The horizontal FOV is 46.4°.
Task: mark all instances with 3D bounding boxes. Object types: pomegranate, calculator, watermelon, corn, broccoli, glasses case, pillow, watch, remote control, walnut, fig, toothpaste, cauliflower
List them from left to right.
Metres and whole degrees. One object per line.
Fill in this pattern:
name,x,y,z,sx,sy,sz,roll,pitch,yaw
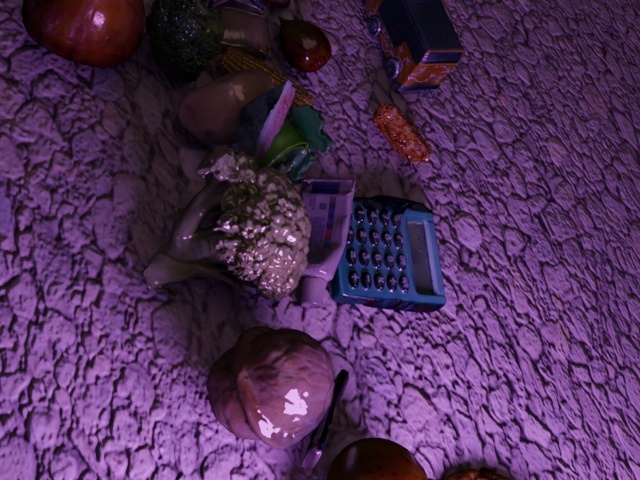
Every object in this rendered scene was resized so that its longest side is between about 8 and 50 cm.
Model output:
fig,-0.441,-0.432,1.397,0.224,0.224,0.263,24,14,-15
broccoli,-0.275,-0.410,1.497,0.156,0.195,0.195,-30,82,-40
pillow,-0.202,-0.465,1.637,0.208,0.053,0.119,4,64,-25
cauliflower,-0.152,-0.026,1.331,0.281,0.327,0.260,0,36,21
watermelon,-0.105,-0.215,1.387,0.081,0.094,0.180,30,85,35
corn,-0.116,-0.332,1.599,0.238,0.080,0.080,32,55,-6
walnut,-0.080,0.240,1.233,0.224,0.224,0.224,12,60,-22
watch,-0.082,-0.194,1.491,0.152,0.165,0.131,-22,73,-51
fig,-0.047,-0.452,1.688,0.155,0.103,0.109,56,17,20
glasses case,-0.036,-0.103,1.556,0.083,0.021,0.032,-17,73,-33
toothpaste,-0.002,-0.001,1.483,0.099,0.068,0.282,15,65,-15
remote control,0.011,0.308,1.307,0.028,0.059,0.212,22,34,5
pomegranate,0.070,0.419,1.250,0.246,0.198,0.198,19,51,20
calculator,0.135,0.021,1.561,0.274,0.058,0.248,8,61,-23

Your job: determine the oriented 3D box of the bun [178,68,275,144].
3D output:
bun,-0.174,-0.260,1.485,0.193,0.178,0.128,-36,104,-50

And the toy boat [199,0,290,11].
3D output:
toy boat,-0.212,-0.584,1.669,0.318,0.072,0.219,-20,65,-39

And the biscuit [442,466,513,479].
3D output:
biscuit,0.313,0.563,1.362,0.296,0.075,0.296,13,60,-22

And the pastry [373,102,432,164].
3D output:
pastry,0.186,-0.241,1.725,0.087,0.063,0.169,-37,90,-27

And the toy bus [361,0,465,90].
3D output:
toy bus,0.222,-0.520,1.819,0.138,0.167,0.275,-9,69,-31
